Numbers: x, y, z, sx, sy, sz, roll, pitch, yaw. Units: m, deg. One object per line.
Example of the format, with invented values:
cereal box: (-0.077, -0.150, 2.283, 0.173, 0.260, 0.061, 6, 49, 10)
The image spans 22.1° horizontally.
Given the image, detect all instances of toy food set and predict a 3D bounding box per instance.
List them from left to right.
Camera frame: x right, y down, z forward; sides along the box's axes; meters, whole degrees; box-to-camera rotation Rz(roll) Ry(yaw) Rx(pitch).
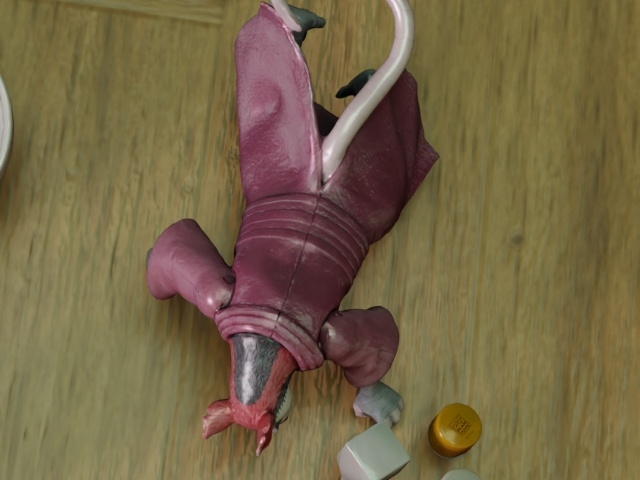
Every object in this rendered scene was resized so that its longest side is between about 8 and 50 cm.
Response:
toy food set: (0.037, 0.229, 1.339, 0.232, 0.104, 0.111, -30, 75, -24)

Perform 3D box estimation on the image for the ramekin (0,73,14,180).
ramekin: (-0.357, -0.080, 1.359, 0.207, 0.109, 0.207, 2, 74, -7)

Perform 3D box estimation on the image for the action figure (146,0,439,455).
action figure: (0.000, 0.000, 1.311, 0.248, 0.275, 0.370, 19, 59, -8)
